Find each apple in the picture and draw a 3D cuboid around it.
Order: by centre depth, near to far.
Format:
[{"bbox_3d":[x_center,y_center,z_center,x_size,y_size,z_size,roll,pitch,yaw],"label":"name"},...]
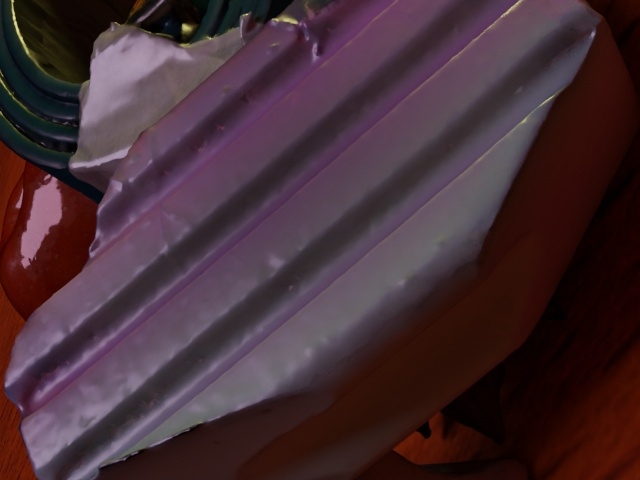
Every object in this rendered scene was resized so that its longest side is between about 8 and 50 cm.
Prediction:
[{"bbox_3d":[-0.208,-0.010,1.097,0.260,0.217,0.260,-167,90,-69],"label":"apple"}]

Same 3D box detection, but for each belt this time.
[{"bbox_3d":[-0.135,-0.181,0.891,0.300,0.173,0.436,-45,44,9],"label":"belt"}]

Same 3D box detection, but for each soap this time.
[{"bbox_3d":[0.000,0.000,0.523,0.324,0.109,0.193,-40,51,4],"label":"soap"}]

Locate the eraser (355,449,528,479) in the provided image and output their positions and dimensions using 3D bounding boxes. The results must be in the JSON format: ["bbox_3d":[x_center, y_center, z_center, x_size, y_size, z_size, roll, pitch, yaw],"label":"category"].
[{"bbox_3d":[-0.019,0.271,0.662,0.359,0.122,0.272,154,122,-62],"label":"eraser"}]

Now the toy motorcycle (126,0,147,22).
[{"bbox_3d":[-0.145,-0.252,1.117,0.157,0.091,0.263,23,75,49],"label":"toy motorcycle"}]

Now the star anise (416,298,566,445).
[{"bbox_3d":[0.055,0.016,0.624,0.212,0.111,0.196,-144,72,-72],"label":"star anise"}]
